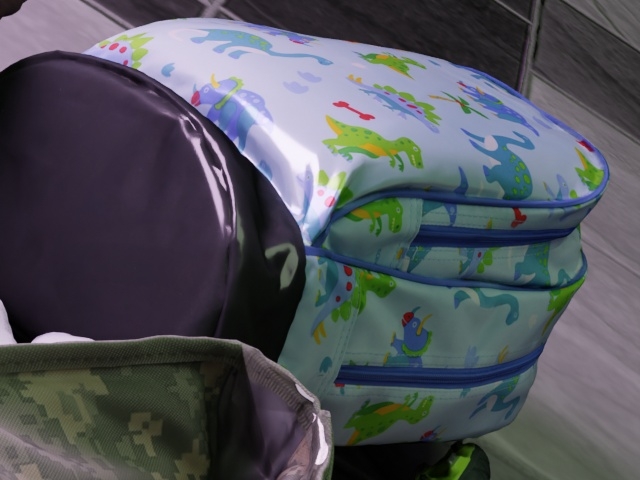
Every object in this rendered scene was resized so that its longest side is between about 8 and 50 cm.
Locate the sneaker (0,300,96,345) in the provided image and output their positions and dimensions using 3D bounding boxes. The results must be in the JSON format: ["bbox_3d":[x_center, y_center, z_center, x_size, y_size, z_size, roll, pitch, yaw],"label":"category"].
[{"bbox_3d":[-0.201,0.034,0.843,0.210,0.137,0.366,26,32,-22],"label":"sneaker"}]

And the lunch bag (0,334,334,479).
[{"bbox_3d":[-0.121,0.162,0.602,0.169,0.235,0.287,40,26,21],"label":"lunch bag"}]

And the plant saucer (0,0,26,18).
[{"bbox_3d":[-0.296,-0.154,0.988,0.277,0.041,0.278,10,-4,1],"label":"plant saucer"}]

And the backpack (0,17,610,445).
[{"bbox_3d":[0.000,0.000,1.037,0.355,0.273,0.290,27,5,-45],"label":"backpack"}]

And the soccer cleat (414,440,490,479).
[{"bbox_3d":[0.073,0.179,1.022,0.072,0.060,0.179,49,26,-11],"label":"soccer cleat"}]
